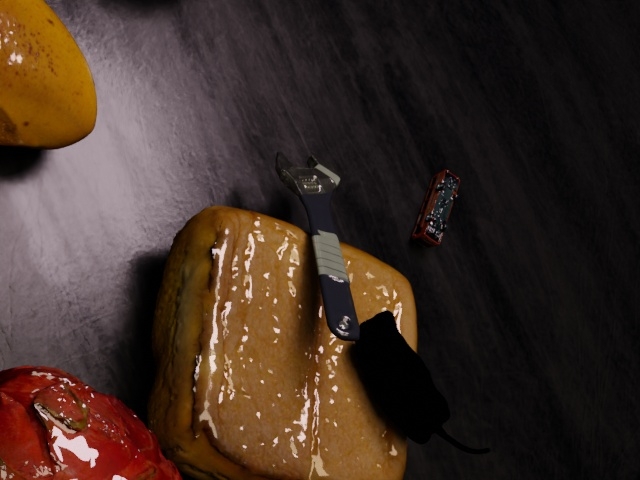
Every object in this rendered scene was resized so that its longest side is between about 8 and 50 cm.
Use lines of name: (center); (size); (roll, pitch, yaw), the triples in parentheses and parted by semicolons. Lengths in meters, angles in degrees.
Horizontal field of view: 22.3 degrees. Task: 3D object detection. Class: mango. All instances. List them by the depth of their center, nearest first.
mango: (-0.376, -0.209, 1.827); (0.290, 0.160, 0.191); (31, 52, -24)

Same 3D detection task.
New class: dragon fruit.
dragon fruit: (-0.281, 0.275, 1.647); (0.295, 0.295, 0.301); (-38, 103, -34)

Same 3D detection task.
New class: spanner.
spanner: (0.000, 0.000, 1.908); (0.087, 0.024, 0.316); (19, 38, -26)

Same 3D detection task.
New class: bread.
bread: (-0.044, 0.150, 1.919); (0.328, 0.148, 0.337); (17, 63, -30)

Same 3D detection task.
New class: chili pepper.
chili pepper: (0.104, 0.181, 1.874); (0.072, 0.073, 0.204); (-26, 76, -23)

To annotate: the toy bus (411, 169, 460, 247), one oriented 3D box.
toy bus: (0.153, -0.041, 2.155); (0.031, 0.043, 0.110); (34, 59, -22)
